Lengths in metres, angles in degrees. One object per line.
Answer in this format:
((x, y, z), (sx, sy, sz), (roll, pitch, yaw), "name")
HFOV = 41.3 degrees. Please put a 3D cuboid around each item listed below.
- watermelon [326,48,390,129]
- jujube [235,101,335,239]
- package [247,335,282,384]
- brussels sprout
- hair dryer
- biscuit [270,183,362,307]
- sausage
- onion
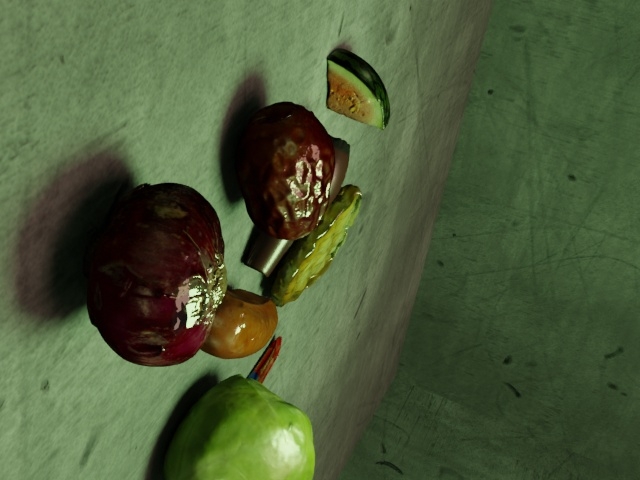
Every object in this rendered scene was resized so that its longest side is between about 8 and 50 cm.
((0.077, -0.339, 1.790), (0.137, 0.193, 0.145), (-16, 141, -13), "watermelon")
((-0.057, -0.119, 1.470), (0.183, 0.183, 0.243), (-55, 148, -41), "jujube")
((-0.145, 0.319, 2.031), (0.200, 0.022, 0.083), (-54, 158, -41), "package")
((-0.157, 0.430, 1.701), (0.328, 0.247, 0.328), (-12, 119, -23), "brussels sprout")
((-0.038, -0.077, 1.801), (0.313, 0.123, 0.340), (-59, 176, 4), "hair dryer")
((0.000, 0.000, 1.910), (0.335, 0.078, 0.329), (-57, 171, 26), "biscuit")
((-0.159, 0.158, 1.588), (0.258, 0.133, 0.133), (17, 94, -76), "sausage")
((-0.217, 0.043, 1.123), (0.246, 0.190, 0.246), (-171, -90, -87), "onion")
